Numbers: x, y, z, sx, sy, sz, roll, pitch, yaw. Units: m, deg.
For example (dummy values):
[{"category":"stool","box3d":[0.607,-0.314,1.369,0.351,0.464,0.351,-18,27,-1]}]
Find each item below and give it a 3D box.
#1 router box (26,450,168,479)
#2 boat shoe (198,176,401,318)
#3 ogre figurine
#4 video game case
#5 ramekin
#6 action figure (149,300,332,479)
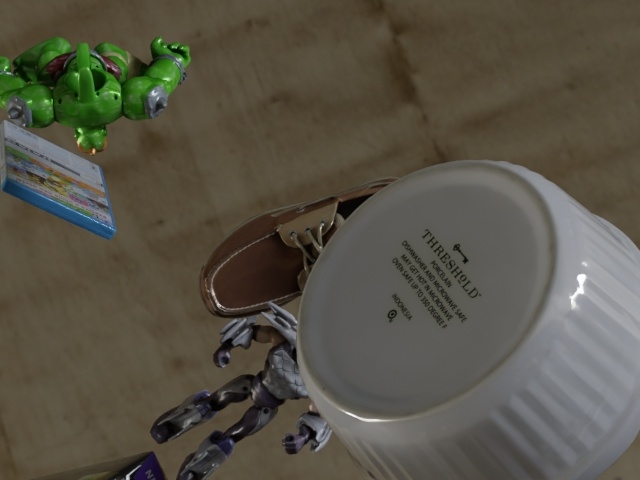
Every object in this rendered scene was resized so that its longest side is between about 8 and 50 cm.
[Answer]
[{"category":"router box","box3d":[-0.283,0.279,0.995,0.243,0.081,0.309,-28,3,-39]},{"category":"boat shoe","box3d":[0.000,0.000,1.496,0.324,0.123,0.116,-28,6,-17]},{"category":"ogre figurine","box3d":[-0.218,-0.142,1.108,0.197,0.118,0.097,12,-62,-19]},{"category":"video game case","box3d":[-0.271,-0.064,1.233,0.119,0.166,0.015,27,-75,-26]},{"category":"ramekin","box3d":[0.103,0.063,0.889,0.273,0.273,0.127,-25,-44,23]},{"category":"action figure","box3d":[-0.078,0.193,1.465,0.285,0.185,0.099,-38,-6,25]}]
